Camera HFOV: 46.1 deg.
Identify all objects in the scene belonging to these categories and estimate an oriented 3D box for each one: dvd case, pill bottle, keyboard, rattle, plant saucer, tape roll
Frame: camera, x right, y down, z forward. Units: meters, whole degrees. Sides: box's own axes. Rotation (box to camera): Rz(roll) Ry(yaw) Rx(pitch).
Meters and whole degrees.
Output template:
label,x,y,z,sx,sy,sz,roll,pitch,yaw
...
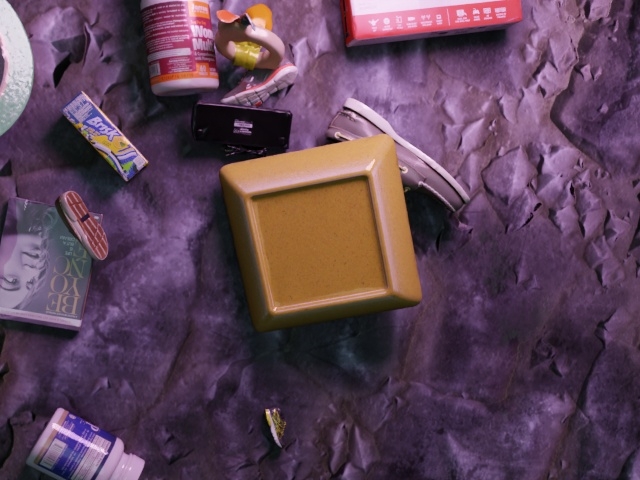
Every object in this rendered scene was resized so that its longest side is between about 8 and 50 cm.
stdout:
label,x,y,z,sx,sy,sz,roll,pitch,yaw
dvd case,-0.500,0.044,1.367,0.164,0.018,0.221,11,92,-12
pill bottle,-0.252,-0.373,1.330,0.121,0.121,0.221,-7,96,-10
pill bottle,-0.421,0.394,1.361,0.186,0.112,0.112,32,88,-12
keyboard,-0.150,-0.205,1.403,0.192,0.038,0.100,3,104,-22
rattle,-0.119,-0.388,1.296,0.130,0.200,0.143,24,80,20
plant saucer,0.000,0.000,1.375,0.332,0.081,0.333,-11,101,5
tape roll,-0.638,-0.293,1.219,0.321,0.077,0.321,2,87,-36

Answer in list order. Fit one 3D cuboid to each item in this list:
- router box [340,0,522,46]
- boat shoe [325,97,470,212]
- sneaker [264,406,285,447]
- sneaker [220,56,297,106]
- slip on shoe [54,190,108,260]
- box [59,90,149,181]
label,x,y,z,sx,sy,sz,roll,pitch,yaw
router box,0.194,-0.540,1.421,0.335,0.082,0.301,-10,96,-10
boat shoe,0.146,-0.144,1.433,0.305,0.109,0.091,38,87,-5
sneaker,-0.081,0.363,1.463,0.035,0.031,0.083,-21,98,-9
sneaker,-0.122,-0.296,1.404,0.158,0.061,0.065,-29,72,-8
slip on shoe,-0.430,-0.022,1.348,0.041,0.051,0.135,-20,108,29
box,-0.384,-0.185,1.350,0.054,0.059,0.169,-42,100,-4
